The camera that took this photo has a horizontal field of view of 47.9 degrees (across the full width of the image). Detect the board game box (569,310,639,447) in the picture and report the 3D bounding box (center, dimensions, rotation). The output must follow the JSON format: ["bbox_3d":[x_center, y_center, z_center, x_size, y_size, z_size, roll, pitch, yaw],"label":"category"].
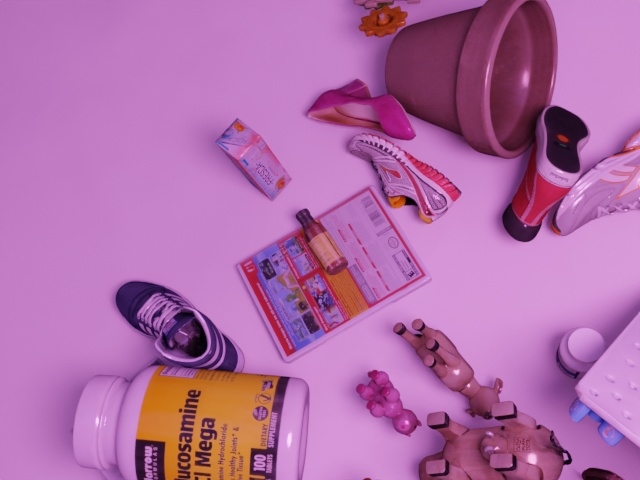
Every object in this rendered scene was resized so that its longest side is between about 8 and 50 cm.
[{"bbox_3d":[0.549,0.241,0.908,0.390,0.050,0.390,39,40,23],"label":"board game box"}]

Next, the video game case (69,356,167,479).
[{"bbox_3d":[-0.296,0.317,1.217,0.190,0.022,0.173,-41,66,-19],"label":"video game case"}]

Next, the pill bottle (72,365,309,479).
[{"bbox_3d":[-0.191,0.291,1.105,0.334,0.188,0.187,4,72,4],"label":"pill bottle"}]

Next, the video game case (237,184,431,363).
[{"bbox_3d":[0.019,0.056,1.252,0.285,0.025,0.204,-30,67,2],"label":"video game case"}]

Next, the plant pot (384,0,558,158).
[{"bbox_3d":[0.241,-0.280,1.216,0.229,0.263,0.263,14,74,37],"label":"plant pot"}]

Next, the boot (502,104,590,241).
[{"bbox_3d":[0.361,-0.108,1.191,0.089,0.176,0.244,26,41,5],"label":"boot"}]

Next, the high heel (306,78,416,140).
[{"bbox_3d":[0.069,-0.213,1.267,0.117,0.082,0.244,-33,43,-7],"label":"high heel"}]

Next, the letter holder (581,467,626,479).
[{"bbox_3d":[0.385,0.403,0.886,0.214,0.302,0.152,35,83,23],"label":"letter holder"}]

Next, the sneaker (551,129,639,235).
[{"bbox_3d":[0.490,-0.080,1.143,0.262,0.099,0.121,-39,71,0],"label":"sneaker"}]

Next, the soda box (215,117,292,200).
[{"bbox_3d":[-0.114,-0.138,1.267,0.063,0.183,0.058,39,84,24],"label":"soda box"}]

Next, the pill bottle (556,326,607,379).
[{"bbox_3d":[0.387,0.165,1.067,0.067,0.120,0.067,-4,71,12],"label":"pill bottle"}]

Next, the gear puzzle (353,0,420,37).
[{"bbox_3d":[0.159,-0.468,1.333,0.176,0.044,0.338,3,49,23],"label":"gear puzzle"}]

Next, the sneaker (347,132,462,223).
[{"bbox_3d":[0.129,-0.111,1.250,0.225,0.088,0.092,38,95,29],"label":"sneaker"}]

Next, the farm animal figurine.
[{"bbox_3d":[0.205,0.291,1.038,0.327,0.172,0.330,0,60,45],"label":"farm animal figurine"}]

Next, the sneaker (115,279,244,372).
[{"bbox_3d":[-0.263,0.135,1.226,0.282,0.153,0.099,30,80,22],"label":"sneaker"}]

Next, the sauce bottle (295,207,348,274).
[{"bbox_3d":[0.000,0.000,1.240,0.042,0.042,0.128,-33,65,1],"label":"sauce bottle"}]
